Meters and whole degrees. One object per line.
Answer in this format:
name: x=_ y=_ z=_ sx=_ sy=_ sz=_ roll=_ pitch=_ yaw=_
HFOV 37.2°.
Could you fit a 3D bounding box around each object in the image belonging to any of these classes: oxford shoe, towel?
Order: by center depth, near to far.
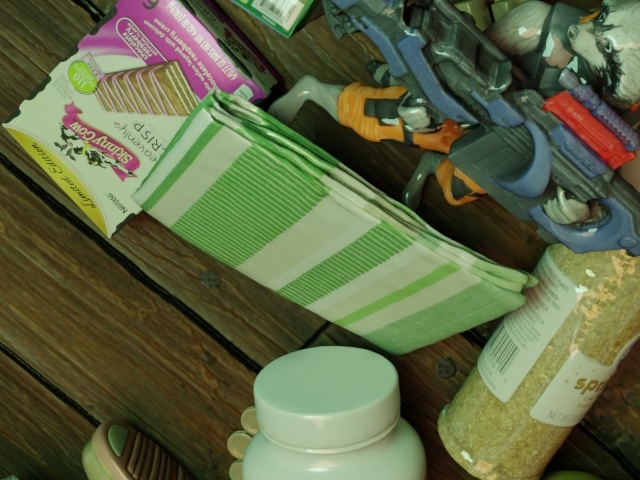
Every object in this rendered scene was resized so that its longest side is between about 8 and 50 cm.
towel: x=0.000 y=0.000 z=0.864 sx=0.325 sy=0.038 sz=0.248 roll=29 pitch=152 yaw=-15
oxford shoe: x=-0.173 y=0.388 z=1.086 sx=0.146 sy=0.140 sz=0.397 roll=-29 pitch=102 yaw=8

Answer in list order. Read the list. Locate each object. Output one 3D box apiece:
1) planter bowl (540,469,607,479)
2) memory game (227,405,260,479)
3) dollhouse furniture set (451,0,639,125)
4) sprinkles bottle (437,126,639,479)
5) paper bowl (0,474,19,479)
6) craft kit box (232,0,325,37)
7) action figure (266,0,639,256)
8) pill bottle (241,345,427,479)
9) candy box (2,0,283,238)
planter bowl: x=0.259 y=0.304 z=0.982 sx=0.217 sy=0.090 sz=0.217 roll=3 pitch=124 yaw=4
memory game: x=-0.019 y=0.255 z=1.082 sx=0.186 sy=0.012 sz=0.186 roll=5 pitch=112 yaw=11
dollhouse furniture set: x=0.209 y=-0.168 z=0.855 sx=0.151 sy=0.123 sz=0.144 roll=1 pitch=116 yaw=51
sprinkles bottle: x=0.241 y=0.071 z=0.890 sx=0.121 sy=0.121 sz=0.355 roll=28 pitch=115 yaw=1
paper bowl: x=-0.318 y=0.407 z=1.094 sx=0.148 sy=0.284 sz=0.284 roll=-21 pitch=111 yaw=-26
craft kit box: x=-0.085 y=-0.269 z=0.765 sx=0.250 sy=0.246 sz=0.061 roll=34 pitch=112 yaw=-2
action figure: x=0.112 y=-0.129 z=0.735 sx=0.330 sy=0.178 sz=0.341 roll=-9 pitch=141 yaw=45
pill bottle: x=0.018 y=0.288 z=0.976 sx=0.188 sy=0.188 sz=0.334 roll=0 pitch=110 yaw=13
candy box: x=-0.176 y=-0.135 z=0.934 sx=0.233 sy=0.071 sz=0.159 roll=-39 pitch=99 yaw=24
